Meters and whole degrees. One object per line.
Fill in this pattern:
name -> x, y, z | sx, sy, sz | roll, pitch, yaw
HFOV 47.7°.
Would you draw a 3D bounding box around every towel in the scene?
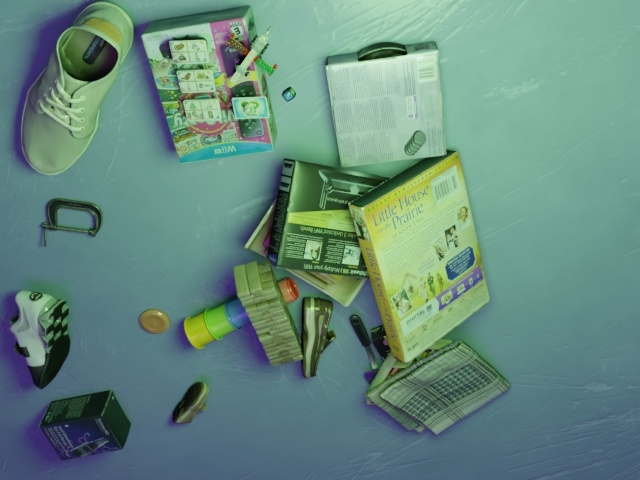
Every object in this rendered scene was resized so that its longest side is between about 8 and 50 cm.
towel -> 0.336, 0.428, 2.039 | 0.324, 0.056, 0.312 | -34, 132, 18

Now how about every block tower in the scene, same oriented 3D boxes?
block tower -> -0.125, 0.194, 1.829 | 0.091, 0.097, 0.335 | -16, 138, 2

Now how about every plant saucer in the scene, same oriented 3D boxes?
plant saucer -> -0.458, 0.225, 2.000 | 0.083, 0.013, 0.083 | 1, 123, 2

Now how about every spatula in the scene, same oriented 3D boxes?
spatula -> 0.138, 0.315, 2.035 | 0.084, 0.030, 0.296 | -16, 121, 14

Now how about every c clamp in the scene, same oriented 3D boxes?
c clamp -> -0.626, -0.044, 1.829 | 0.160, 0.022, 0.137 | 3, 118, 1

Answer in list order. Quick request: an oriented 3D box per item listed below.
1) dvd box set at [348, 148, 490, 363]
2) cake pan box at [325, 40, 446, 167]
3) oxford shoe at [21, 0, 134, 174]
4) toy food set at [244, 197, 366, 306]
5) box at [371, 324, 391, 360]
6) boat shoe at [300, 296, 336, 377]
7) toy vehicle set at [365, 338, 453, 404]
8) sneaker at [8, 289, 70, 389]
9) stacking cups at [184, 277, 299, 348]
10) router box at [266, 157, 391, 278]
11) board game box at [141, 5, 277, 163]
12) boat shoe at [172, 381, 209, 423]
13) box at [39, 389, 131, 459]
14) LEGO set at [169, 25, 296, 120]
dvd box set -> 0.244, 0.037, 1.705 | 0.307, 0.062, 0.420 | -32, 118, -27
cake pan box -> 0.148, -0.302, 1.617 | 0.245, 0.070, 0.267 | -9, 122, 4
oxford shoe -> -0.551, -0.317, 1.588 | 0.169, 0.130, 0.449 | 29, 120, -18
toy food set -> 0.000, 0.000, 1.750 | 0.306, 0.092, 0.220 | 32, 93, -17
box -> 0.184, 0.279, 1.998 | 0.062, 0.052, 0.083 | -23, 121, 15
boat shoe -> -0.003, 0.271, 1.975 | 0.095, 0.095, 0.257 | -1, 123, -6
toy vehicle set -> 0.248, 0.369, 2.024 | 0.166, 0.035, 0.267 | 6, 131, -21
sneaker -> -0.777, 0.263, 1.986 | 0.146, 0.122, 0.331 | 22, 123, 8
stacking cups -> -0.210, 0.181, 1.929 | 0.316, 0.096, 0.096 | -28, 118, 14
router box -> 0.047, -0.044, 1.671 | 0.308, 0.081, 0.243 | 9, 96, -24
board game box -> -0.233, -0.335, 1.587 | 0.224, 0.097, 0.303 | -7, 123, 6
boat shoe -> -0.367, 0.481, 2.141 | 0.072, 0.068, 0.190 | 21, 131, -26
box -> -0.697, 0.550, 2.159 | 0.207, 0.108, 0.153 | -13, 121, 10
LEGO set -> -0.175, -0.343, 1.510 | 0.244, 0.060, 0.182 | 0, 126, 11
